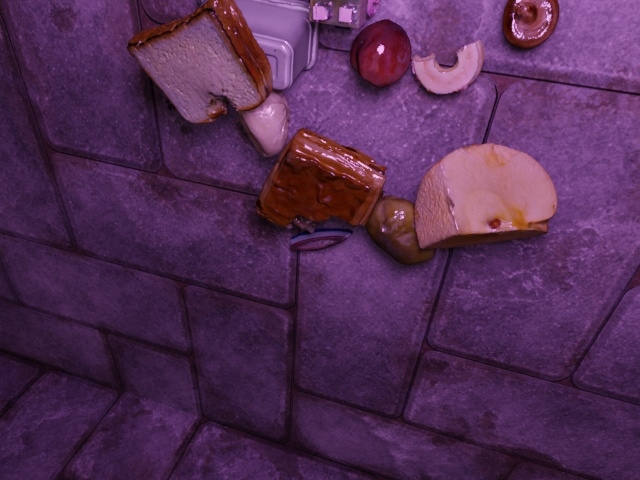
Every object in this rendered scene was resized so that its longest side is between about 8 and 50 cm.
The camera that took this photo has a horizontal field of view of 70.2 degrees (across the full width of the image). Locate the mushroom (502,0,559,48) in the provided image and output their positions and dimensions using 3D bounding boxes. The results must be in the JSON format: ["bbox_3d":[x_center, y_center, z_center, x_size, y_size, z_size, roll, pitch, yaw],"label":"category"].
[{"bbox_3d":[0.452,-0.484,0.988,0.110,0.085,0.126,3,114,-17],"label":"mushroom"}]

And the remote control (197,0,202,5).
[{"bbox_3d":[-0.235,-0.669,1.137,0.072,0.042,0.222,42,127,-14],"label":"remote control"}]

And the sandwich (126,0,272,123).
[{"bbox_3d":[-0.260,-0.399,1.049,0.274,0.095,0.248,-7,134,30],"label":"sandwich"}]

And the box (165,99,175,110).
[{"bbox_3d":[-0.377,-0.453,1.285,0.151,0.151,0.135,-6,112,24],"label":"box"}]

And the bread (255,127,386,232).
[{"bbox_3d":[0.004,-0.158,1.328,0.315,0.191,0.370,25,141,-5],"label":"bread"}]

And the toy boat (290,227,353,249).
[{"bbox_3d":[0.000,0.000,1.531,0.229,0.046,0.080,-9,116,28],"label":"toy boat"}]

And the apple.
[{"bbox_3d":[0.428,-0.087,1.184,0.310,0.252,0.313,-8,125,-17],"label":"apple"}]

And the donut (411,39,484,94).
[{"bbox_3d":[0.312,-0.413,1.102,0.166,0.065,0.108,-8,121,24],"label":"donut"}]

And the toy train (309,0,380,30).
[{"bbox_3d":[0.066,-0.592,0.994,0.134,0.177,0.260,14,127,11],"label":"toy train"}]

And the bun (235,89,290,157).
[{"bbox_3d":[-0.148,-0.346,1.246,0.145,0.229,0.229,-33,114,-8],"label":"bun"}]

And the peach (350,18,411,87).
[{"bbox_3d":[0.142,-0.455,1.094,0.152,0.152,0.151,10,127,14],"label":"peach"}]

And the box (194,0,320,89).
[{"bbox_3d":[-0.176,-0.491,1.125,0.312,0.182,0.175,16,140,6],"label":"box"}]

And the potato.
[{"bbox_3d":[0.237,-0.028,1.355,0.197,0.148,0.228,11,139,49],"label":"potato"}]
